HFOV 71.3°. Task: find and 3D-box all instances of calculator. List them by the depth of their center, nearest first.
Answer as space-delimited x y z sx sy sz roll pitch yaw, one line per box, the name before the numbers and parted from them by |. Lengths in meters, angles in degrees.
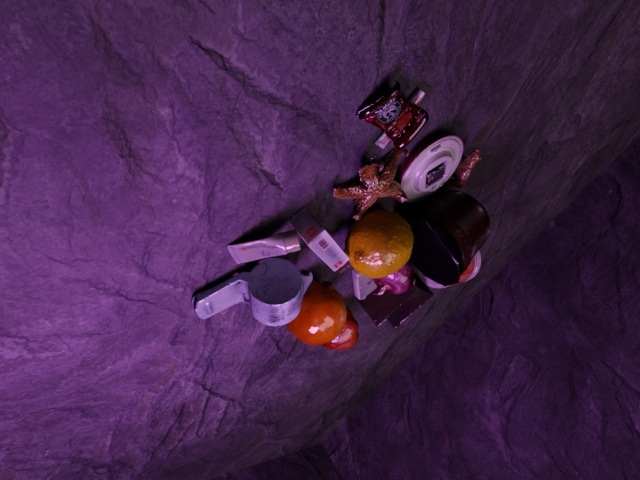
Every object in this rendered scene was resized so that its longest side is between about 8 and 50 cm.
calculator | 0.129 0.067 1.880 0.190 0.034 0.126 -37 150 6

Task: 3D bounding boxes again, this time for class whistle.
whistle | -0.229 0.175 1.545 0.404 0.188 0.168 2 145 -3

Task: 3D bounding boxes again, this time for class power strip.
power strip | 0.211 0.185 2.100 0.118 0.046 0.270 -34 147 -15

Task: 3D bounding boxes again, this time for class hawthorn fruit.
hawthorn fruit | 0.053 0.433 2.118 0.243 0.207 0.208 -24 145 -17

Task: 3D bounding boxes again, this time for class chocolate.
chocolate | 0.544 -0.042 1.878 0.331 0.384 0.384 -34 148 -15

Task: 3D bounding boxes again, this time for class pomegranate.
pomegranate | -0.019 0.280 1.782 0.264 0.264 0.264 -27 146 -20

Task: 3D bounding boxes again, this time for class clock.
clock | 0.428 -0.272 1.725 0.318 0.080 0.319 -27 146 -21

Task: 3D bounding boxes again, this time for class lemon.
lemon | 0.226 0.009 1.699 0.310 0.253 0.254 -43 158 -44

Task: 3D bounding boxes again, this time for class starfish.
starfish | 0.192 -0.201 1.542 0.312 0.113 0.303 -35 149 -4

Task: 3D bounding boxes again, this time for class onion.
onion | 0.344 0.156 2.046 0.200 0.200 0.208 -21 127 -28

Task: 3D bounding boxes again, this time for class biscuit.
biscuit | 0.230 -0.385 1.372 0.151 0.063 0.235 -46 142 21

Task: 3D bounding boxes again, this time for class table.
table | 0.380 0.284 2.273 0.282 0.196 0.250 -46 149 14

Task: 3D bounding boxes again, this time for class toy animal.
toy animal | 0.579 -0.289 1.842 0.056 0.099 0.241 -17 141 -32

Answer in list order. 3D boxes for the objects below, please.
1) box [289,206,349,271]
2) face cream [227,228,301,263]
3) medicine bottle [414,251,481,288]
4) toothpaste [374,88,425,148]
box | 0.000 0.000 1.565 0.079 0.135 0.269 -40 147 1
face cream | -0.178 0.025 1.439 0.223 0.070 0.114 -15 146 1
medicine bottle | 0.640 0.104 2.254 0.240 0.252 0.253 -6 135 -42
toothpaste | 0.257 -0.392 1.443 0.052 0.033 0.218 15 123 -44
